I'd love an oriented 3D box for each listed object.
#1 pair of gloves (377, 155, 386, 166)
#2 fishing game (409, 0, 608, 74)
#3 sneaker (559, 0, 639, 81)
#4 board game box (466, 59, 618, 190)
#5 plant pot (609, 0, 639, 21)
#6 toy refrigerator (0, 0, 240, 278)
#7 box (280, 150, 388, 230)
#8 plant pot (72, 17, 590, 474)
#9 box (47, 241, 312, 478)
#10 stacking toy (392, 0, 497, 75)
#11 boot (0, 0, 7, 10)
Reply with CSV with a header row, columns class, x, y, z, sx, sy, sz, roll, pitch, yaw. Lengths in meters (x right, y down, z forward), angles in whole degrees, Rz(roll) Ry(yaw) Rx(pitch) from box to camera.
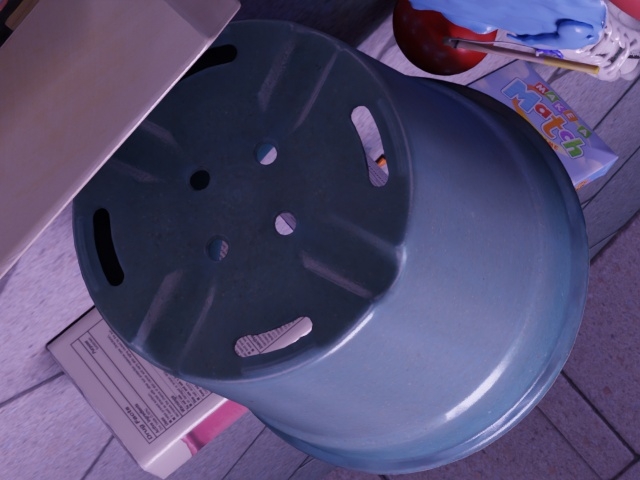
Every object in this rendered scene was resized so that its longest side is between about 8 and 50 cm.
class,x,y,z,sx,sy,sz,roll,pitch,yaw
pair of gloves,0.037,-0.063,1.776,0.074,0.010,0.083,-47,168,21
fishing game,0.124,-0.192,1.210,0.264,0.189,0.041,37,70,-57
sneaker,0.271,-0.223,1.685,0.110,0.118,0.292,-44,165,20
board game box,0.201,-0.100,1.785,0.211,0.160,0.039,-29,161,-41
plant pot,0.246,-0.291,1.138,0.275,0.275,0.243,-46,156,21
toy refrigerator,-0.174,-0.063,0.971,0.269,0.094,0.102,-45,-171,20
box,0.034,-0.024,1.637,0.072,0.126,0.137,-47,165,20
plant pot,0.000,0.000,1.252,0.341,0.341,0.334,-43,159,10
box,-0.112,0.093,1.559,0.232,0.148,0.127,-39,168,-5
stacking toy,0.196,-0.259,1.371,0.330,0.141,0.141,-37,168,15
boot,-0.262,-0.039,0.843,0.264,0.096,0.280,-44,173,-20
